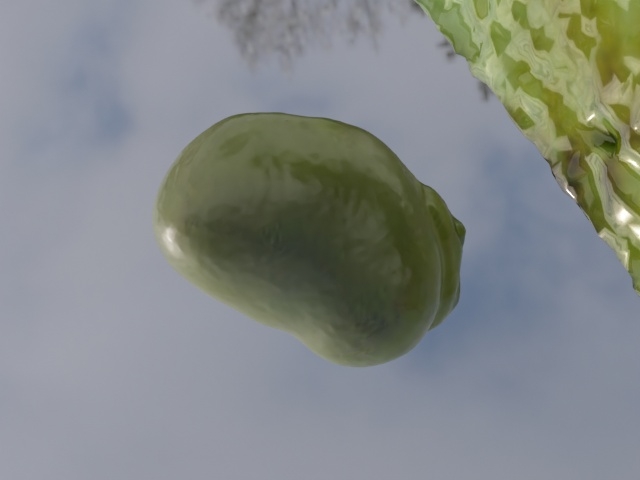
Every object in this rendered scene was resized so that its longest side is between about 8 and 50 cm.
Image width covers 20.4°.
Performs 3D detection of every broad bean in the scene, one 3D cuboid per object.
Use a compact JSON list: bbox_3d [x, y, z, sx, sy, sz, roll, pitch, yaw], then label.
[{"bbox_3d":[0.000,0.000,0.950,0.124,0.174,0.082,-47,-147,12],"label":"broad bean"}]

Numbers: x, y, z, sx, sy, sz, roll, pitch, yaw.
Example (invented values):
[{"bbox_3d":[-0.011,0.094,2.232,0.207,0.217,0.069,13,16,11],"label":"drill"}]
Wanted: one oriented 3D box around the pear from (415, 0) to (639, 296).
[{"bbox_3d":[0.203,-0.115,0.577,0.318,0.238,0.342,-12,-126,-35],"label":"pear"}]
